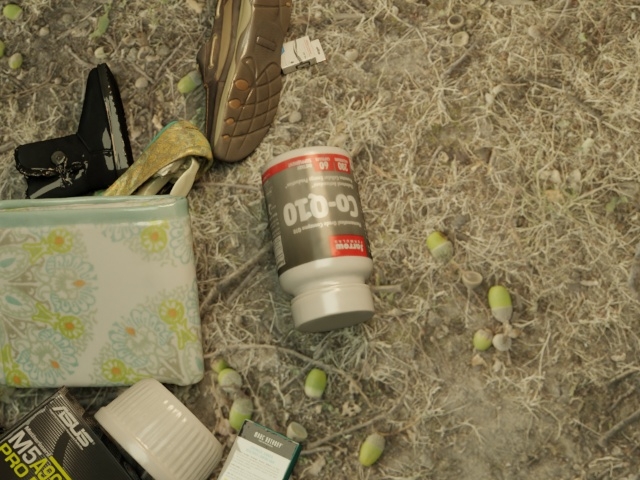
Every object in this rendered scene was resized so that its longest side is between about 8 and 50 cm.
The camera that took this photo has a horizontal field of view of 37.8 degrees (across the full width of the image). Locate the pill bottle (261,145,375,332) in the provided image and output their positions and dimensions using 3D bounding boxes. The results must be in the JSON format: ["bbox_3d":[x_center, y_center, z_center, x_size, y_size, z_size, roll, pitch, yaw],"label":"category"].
[{"bbox_3d":[0.000,0.000,1.564,0.161,0.161,0.283,-12,74,4],"label":"pill bottle"}]

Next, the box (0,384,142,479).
[{"bbox_3d":[-0.419,0.406,1.510,0.216,0.060,0.270,-37,96,-4],"label":"box"}]

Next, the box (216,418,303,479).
[{"bbox_3d":[-0.125,0.423,1.517,0.100,0.060,0.244,23,79,12],"label":"box"}]

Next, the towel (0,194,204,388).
[{"bbox_3d":[-0.389,0.088,1.566,0.374,0.090,0.320,-2,106,7],"label":"towel"}]

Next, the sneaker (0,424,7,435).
[{"bbox_3d":[-0.558,0.301,1.590,0.226,0.086,0.163,13,80,11],"label":"sneaker"}]

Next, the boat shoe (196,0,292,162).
[{"bbox_3d":[-0.150,-0.315,1.700,0.130,0.132,0.355,11,85,40],"label":"boat shoe"}]

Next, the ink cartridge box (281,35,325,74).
[{"bbox_3d":[-0.037,-0.346,1.731,0.083,0.028,0.048,-19,74,1],"label":"ink cartridge box"}]

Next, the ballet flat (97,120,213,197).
[{"bbox_3d":[-0.321,-0.058,1.626,0.348,0.123,0.123,-46,75,0],"label":"ballet flat"}]

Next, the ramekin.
[{"bbox_3d":[-0.250,0.314,1.493,0.207,0.207,0.109,41,74,15],"label":"ramekin"}]

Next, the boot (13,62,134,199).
[{"bbox_3d":[-0.458,-0.190,1.706,0.207,0.094,0.246,-13,80,-1],"label":"boot"}]
